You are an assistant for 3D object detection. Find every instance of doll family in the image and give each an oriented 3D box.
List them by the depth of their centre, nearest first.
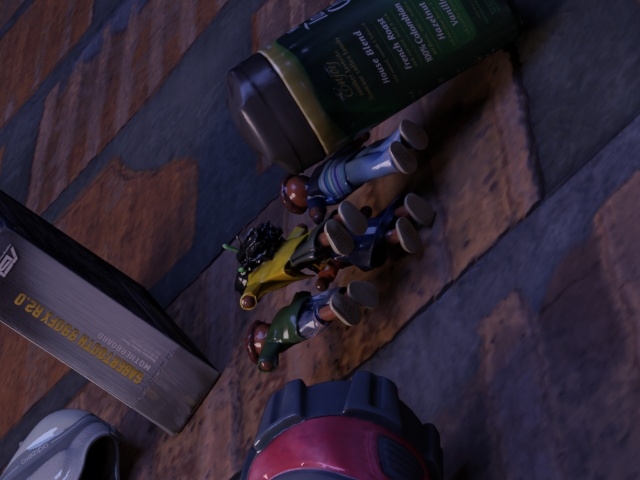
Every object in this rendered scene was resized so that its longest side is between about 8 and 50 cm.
[{"bbox_3d":[0.000,0.000,1.191,0.111,0.076,0.193,-28,13,45],"label":"doll family"}]

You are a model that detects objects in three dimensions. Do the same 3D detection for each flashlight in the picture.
[{"bbox_3d":[0.002,0.169,0.857,0.103,0.103,0.304,-4,25,7],"label":"flashlight"}]

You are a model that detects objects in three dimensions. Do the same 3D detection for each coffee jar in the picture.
[{"bbox_3d":[0.029,-0.114,1.219,0.184,0.079,0.096,-33,10,-4],"label":"coffee jar"}]

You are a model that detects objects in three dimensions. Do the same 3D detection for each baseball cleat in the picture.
[{"bbox_3d":[-0.204,0.206,1.319,0.109,0.072,0.206,15,75,60],"label":"baseball cleat"}]

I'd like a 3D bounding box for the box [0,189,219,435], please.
[{"bbox_3d":[-0.183,0.035,1.372,0.056,0.183,0.231,-53,23,0],"label":"box"}]
